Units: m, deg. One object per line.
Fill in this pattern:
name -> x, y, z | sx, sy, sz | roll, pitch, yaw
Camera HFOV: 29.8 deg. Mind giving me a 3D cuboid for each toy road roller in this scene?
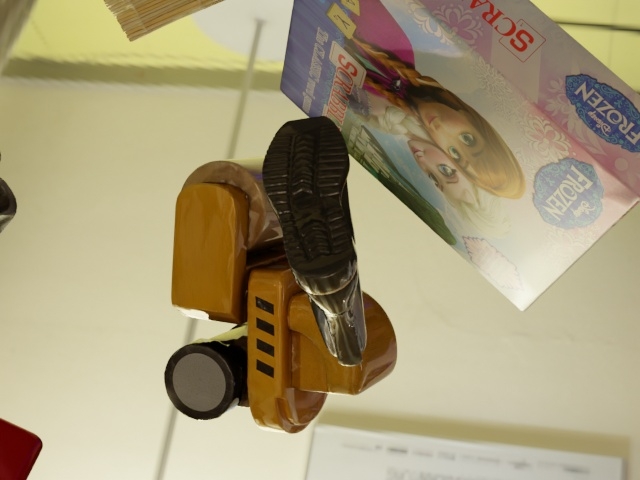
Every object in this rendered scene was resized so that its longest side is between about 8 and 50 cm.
toy road roller -> -0.036, 0.067, 1.446 | 0.241, 0.329, 0.202 | 4, -172, 22

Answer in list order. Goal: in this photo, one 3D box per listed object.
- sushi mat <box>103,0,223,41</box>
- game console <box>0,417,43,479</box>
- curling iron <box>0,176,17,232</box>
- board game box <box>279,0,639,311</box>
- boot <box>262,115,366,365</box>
sushi mat -> -0.076, -0.299, 1.231 | 0.317, 0.019, 0.151 | -21, 158, 5
game console -> -0.320, 0.195, 0.983 | 0.144, 0.124, 0.085 | 26, 178, -7
curling iron -> -0.181, 0.037, 0.459 | 0.035, 0.068, 0.274 | 42, 139, -11
board game box -> 0.109, -0.106, 0.987 | 0.318, 0.066, 0.318 | 43, 163, 9
boot -> 0.000, 0.000, 1.055 | 0.077, 0.197, 0.137 | -8, 138, 7
